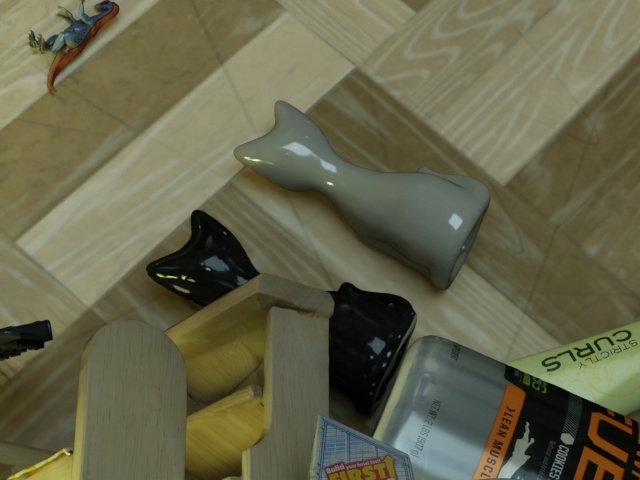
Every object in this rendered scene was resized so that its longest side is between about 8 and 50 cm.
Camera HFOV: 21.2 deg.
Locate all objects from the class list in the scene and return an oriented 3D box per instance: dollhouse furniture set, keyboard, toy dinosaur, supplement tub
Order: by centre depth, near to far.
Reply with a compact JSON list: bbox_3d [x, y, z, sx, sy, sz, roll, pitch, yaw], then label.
[{"bbox_3d":[-0.194,0.130,1.123,0.394,0.362,0.256,18,58,-32],"label":"dollhouse furniture set"},{"bbox_3d":[0.175,0.211,1.224,0.316,0.193,0.194,23,61,2],"label":"supplement tub"},{"bbox_3d":[-0.286,0.093,1.252,0.180,0.108,0.023,-16,89,9],"label":"keyboard"},{"bbox_3d":[-0.207,-0.177,1.461,0.082,0.047,0.090,-14,99,-26],"label":"toy dinosaur"}]

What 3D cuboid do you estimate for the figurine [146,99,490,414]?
[{"bbox_3d":[0.000,0.000,1.369,0.209,0.092,0.215,28,61,10],"label":"figurine"}]

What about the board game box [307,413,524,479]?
[{"bbox_3d":[0.058,0.201,1.066,0.194,0.060,0.194,-3,55,-9],"label":"board game box"}]

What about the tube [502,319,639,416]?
[{"bbox_3d":[0.237,0.107,1.368,0.240,0.062,0.070,-19,27,-13],"label":"tube"}]
